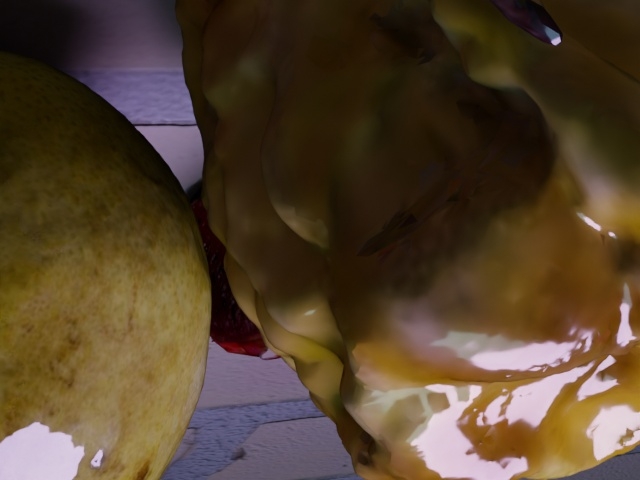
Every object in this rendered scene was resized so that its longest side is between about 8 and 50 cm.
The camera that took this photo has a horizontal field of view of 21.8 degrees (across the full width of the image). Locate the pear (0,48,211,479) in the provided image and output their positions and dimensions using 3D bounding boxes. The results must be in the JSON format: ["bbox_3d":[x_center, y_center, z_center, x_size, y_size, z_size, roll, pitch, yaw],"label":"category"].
[{"bbox_3d":[-0.201,0.036,0.883,0.304,0.304,0.304,-11,159,-4],"label":"pear"}]

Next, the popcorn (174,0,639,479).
[{"bbox_3d":[0.085,-0.062,0.822,0.349,0.349,0.382,-22,132,22],"label":"popcorn"}]

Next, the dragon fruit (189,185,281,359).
[{"bbox_3d":[0.000,0.000,1.113,0.163,0.189,0.261,34,142,-22],"label":"dragon fruit"}]
